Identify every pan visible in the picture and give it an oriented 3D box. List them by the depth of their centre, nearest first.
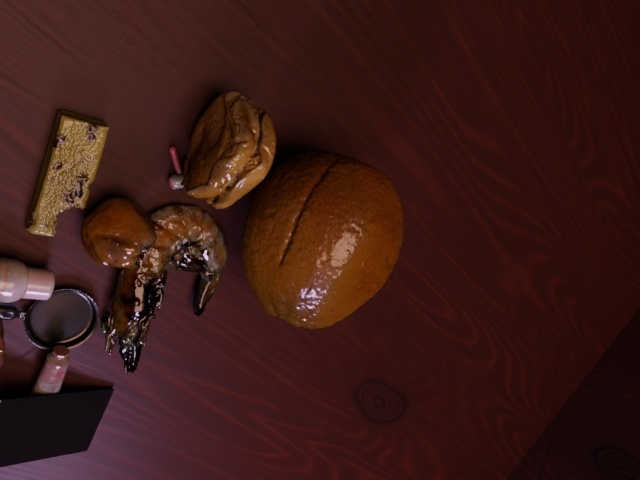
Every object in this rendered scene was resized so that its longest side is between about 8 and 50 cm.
[{"bbox_3d":[-0.537,0.140,1.117,0.235,0.028,0.136,18,101,-42],"label":"pan"}]

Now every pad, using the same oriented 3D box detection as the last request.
[{"bbox_3d":[-0.550,0.376,1.193,0.245,0.006,0.170,11,109,-53],"label":"pad"}]

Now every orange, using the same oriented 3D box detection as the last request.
[{"bbox_3d":[0.000,0.000,1.221,0.322,0.322,0.357,20,91,-39],"label":"orange"}]

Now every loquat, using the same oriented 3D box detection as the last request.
[{"bbox_3d":[-0.370,-0.012,1.090,0.137,0.137,0.113,-28,154,-20],"label":"loquat"}]

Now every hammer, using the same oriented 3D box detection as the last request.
[{"bbox_3d":[-0.279,-0.143,1.155,0.052,0.031,0.083,-26,118,-26],"label":"hammer"}]

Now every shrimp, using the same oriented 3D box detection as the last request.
[{"bbox_3d":[-0.308,0.104,1.224,0.233,0.071,0.365,11,97,-40],"label":"shrimp"}]

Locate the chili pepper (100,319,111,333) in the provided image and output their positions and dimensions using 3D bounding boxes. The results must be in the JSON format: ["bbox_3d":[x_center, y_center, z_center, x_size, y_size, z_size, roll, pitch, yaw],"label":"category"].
[{"bbox_3d":[-0.417,0.187,1.225,0.091,0.034,0.030,29,61,-39],"label":"chili pepper"}]

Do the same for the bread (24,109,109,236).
[{"bbox_3d":[-0.447,-0.110,1.043,0.088,0.049,0.226,11,106,-37],"label":"bread"}]

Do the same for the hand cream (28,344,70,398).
[{"bbox_3d":[-0.545,0.294,1.172,0.067,0.043,0.210,10,119,-38],"label":"hand cream"}]

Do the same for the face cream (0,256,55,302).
[{"bbox_3d":[-0.596,0.060,1.005,0.269,0.082,0.082,11,106,-37],"label":"face cream"}]

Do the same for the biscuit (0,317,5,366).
[{"bbox_3d":[-0.664,0.161,0.935,0.296,0.102,0.296,-17,139,-15],"label":"biscuit"}]

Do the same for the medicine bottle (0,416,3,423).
[{"bbox_3d":[-0.729,0.410,1.089,0.309,0.076,0.111,-40,149,-14],"label":"medicine bottle"}]

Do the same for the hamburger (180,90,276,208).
[{"bbox_3d":[-0.172,-0.170,1.101,0.108,0.214,0.214,30,94,-36],"label":"hamburger"}]
